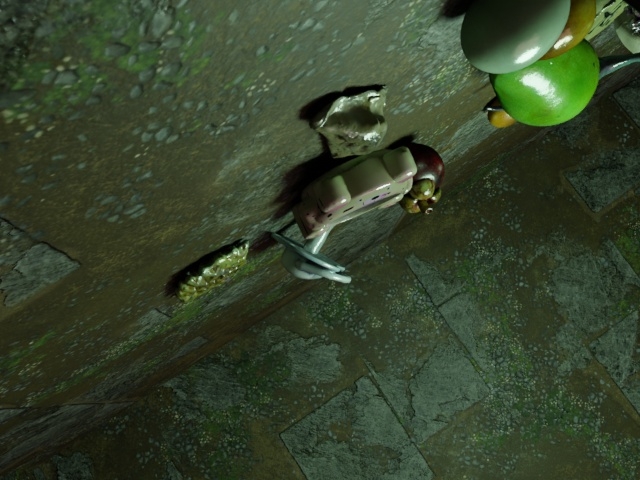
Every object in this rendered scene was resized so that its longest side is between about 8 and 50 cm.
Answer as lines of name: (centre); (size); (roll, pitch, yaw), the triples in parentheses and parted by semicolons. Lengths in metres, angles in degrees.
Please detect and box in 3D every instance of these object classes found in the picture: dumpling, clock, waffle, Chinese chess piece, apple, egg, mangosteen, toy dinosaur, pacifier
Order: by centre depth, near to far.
egg: (0.327, -0.368, 1.055); (0.192, 0.149, 0.149); (-40, 169, 6)
apple: (0.430, -0.418, 1.176); (0.147, 0.146, 0.163); (-34, 169, -23)
dumpling: (0.081, -0.214, 1.204); (0.166, 0.086, 0.332); (-32, 175, 7)
Chinese chess piece: (0.641, -0.541, 1.440); (0.188, 0.083, 0.188); (-34, 166, -10)
clock: (0.080, -0.113, 1.457); (0.283, 0.114, 0.309); (-22, 176, -11)
toy dinosaur: (0.662, -0.407, 1.563); (0.383, 0.130, 0.330); (-32, -157, -22)
waffle: (-0.269, 0.086, 1.565); (0.204, 0.054, 0.223); (-29, 170, -25)
mangosteen: (0.248, -0.160, 1.657); (0.199, 0.200, 0.200); (-33, 170, -7)
pacifier: (0.000, 0.000, 1.681); (0.226, 0.238, 0.287); (-66, 168, 4)

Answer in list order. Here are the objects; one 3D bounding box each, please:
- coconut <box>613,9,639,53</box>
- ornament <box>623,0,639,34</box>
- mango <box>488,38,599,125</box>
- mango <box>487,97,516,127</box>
coconut: (0.872, -0.578, 1.591); (0.241, 0.241, 0.241); (-33, 170, -7)
ornament: (0.715, -0.512, 1.401); (0.088, 0.081, 0.203); (-42, 170, 13)
mango: (0.488, -0.371, 1.401); (0.381, 0.201, 0.225); (-3, 151, -50)
mango: (0.571, -0.408, 1.846); (0.115, 0.090, 0.178); (-7, 144, -53)
